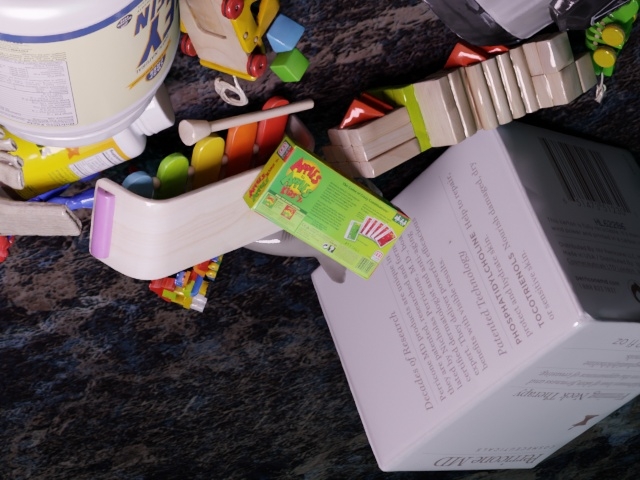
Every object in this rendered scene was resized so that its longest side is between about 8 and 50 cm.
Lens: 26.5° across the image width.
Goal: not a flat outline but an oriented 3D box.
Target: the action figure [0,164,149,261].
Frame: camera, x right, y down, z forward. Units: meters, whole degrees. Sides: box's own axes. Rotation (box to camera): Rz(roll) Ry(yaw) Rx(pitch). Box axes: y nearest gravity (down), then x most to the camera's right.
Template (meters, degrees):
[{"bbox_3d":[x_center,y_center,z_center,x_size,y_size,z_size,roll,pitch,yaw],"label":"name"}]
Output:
[{"bbox_3d":[-0.362,-0.056,1.646,0.280,0.091,0.139,-28,152,16],"label":"action figure"}]

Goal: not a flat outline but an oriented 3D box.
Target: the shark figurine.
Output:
[{"bbox_3d":[0.028,-0.005,1.821,0.166,0.116,0.278,6,161,-39],"label":"shark figurine"}]

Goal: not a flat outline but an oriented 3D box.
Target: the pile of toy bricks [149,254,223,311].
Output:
[{"bbox_3d":[-0.183,0.011,1.833,0.105,0.118,0.212,20,158,-4],"label":"pile of toy bricks"}]

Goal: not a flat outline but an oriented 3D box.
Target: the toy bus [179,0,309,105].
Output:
[{"bbox_3d":[-0.095,-0.255,1.450,0.191,0.104,0.202,38,158,-19],"label":"toy bus"}]

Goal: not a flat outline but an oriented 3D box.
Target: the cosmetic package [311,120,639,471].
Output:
[{"bbox_3d":[0.264,0.088,1.890,0.329,0.327,0.394,7,141,-41],"label":"cosmetic package"}]

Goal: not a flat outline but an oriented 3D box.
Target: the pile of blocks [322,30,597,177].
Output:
[{"bbox_3d":[0.159,-0.188,1.684,0.362,0.149,0.112,-21,105,-9],"label":"pile of blocks"}]

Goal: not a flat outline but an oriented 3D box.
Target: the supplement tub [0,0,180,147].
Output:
[{"bbox_3d":[-0.247,-0.236,1.248,0.235,0.235,0.325,-11,164,-8],"label":"supplement tub"}]

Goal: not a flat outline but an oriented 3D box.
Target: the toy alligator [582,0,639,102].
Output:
[{"bbox_3d":[0.354,-0.246,1.711,0.051,0.056,0.189,26,147,11],"label":"toy alligator"}]

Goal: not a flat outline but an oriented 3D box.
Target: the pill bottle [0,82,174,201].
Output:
[{"bbox_3d":[-0.279,-0.130,1.543,0.215,0.117,0.117,-22,147,8],"label":"pill bottle"}]

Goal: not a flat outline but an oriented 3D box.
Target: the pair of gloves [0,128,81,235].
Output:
[{"bbox_3d":[-0.385,-0.060,1.462,0.204,0.042,0.240,-1,158,16],"label":"pair of gloves"}]

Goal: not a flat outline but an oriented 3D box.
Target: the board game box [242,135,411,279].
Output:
[{"bbox_3d":[0.008,-0.037,1.616,0.181,0.043,0.092,31,99,-27],"label":"board game box"}]

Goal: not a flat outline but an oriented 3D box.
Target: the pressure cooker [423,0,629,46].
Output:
[{"bbox_3d":[0.219,-0.405,1.119,0.420,0.369,0.375,-31,141,20],"label":"pressure cooker"}]

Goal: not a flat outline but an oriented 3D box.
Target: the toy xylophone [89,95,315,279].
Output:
[{"bbox_3d":[-0.119,-0.075,1.619,0.323,0.081,0.236,-16,136,-44],"label":"toy xylophone"}]
